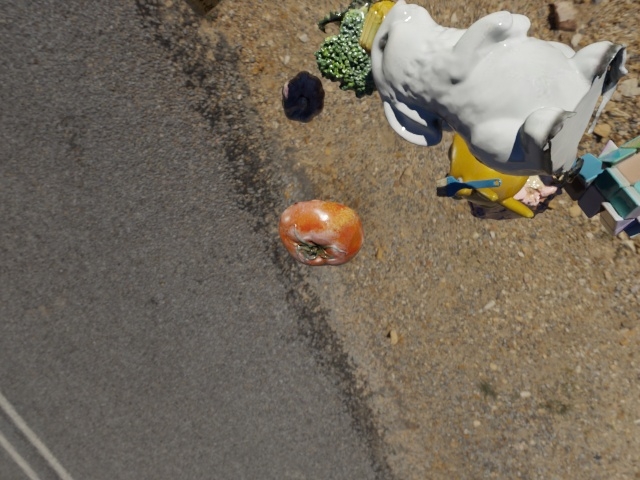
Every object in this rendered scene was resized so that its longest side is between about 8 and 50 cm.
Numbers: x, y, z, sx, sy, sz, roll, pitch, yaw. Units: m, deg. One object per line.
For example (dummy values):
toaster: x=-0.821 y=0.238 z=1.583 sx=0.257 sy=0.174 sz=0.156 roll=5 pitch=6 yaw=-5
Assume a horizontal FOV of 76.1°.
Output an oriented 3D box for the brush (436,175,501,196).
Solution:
brush: x=0.351 y=-0.132 z=0.980 sx=0.164 sy=0.014 sz=0.051 roll=2 pitch=99 yaw=47

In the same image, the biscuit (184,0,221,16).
biscuit: x=-0.212 y=-0.584 z=0.803 sx=0.237 sy=0.291 sz=0.062 roll=-40 pitch=92 yaw=9

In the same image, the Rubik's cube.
Rubik's cube: x=1.198 y=-0.225 z=1.579 sx=0.387 sy=0.368 sz=0.358 roll=-57 pitch=47 yaw=47

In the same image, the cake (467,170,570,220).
cake: x=0.790 y=-0.246 z=1.675 sx=0.306 sy=0.314 sz=0.293 roll=-2 pitch=74 yaw=-4

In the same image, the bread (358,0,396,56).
bread: x=0.199 y=-0.497 z=1.049 sx=0.139 sy=0.240 sz=0.240 roll=-39 pitch=97 yaw=24

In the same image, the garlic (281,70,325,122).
garlic: x=-0.055 y=-0.452 z=1.308 sx=0.147 sy=0.102 sz=0.159 roll=19 pitch=116 yaw=-27

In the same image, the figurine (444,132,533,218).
figurine: x=0.514 y=-0.278 z=1.124 sx=0.268 sy=0.401 sz=0.387 roll=23 pitch=94 yaw=9

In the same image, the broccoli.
broccoli: x=0.148 y=-0.715 z=1.504 sx=0.324 sy=0.272 sz=0.334 roll=10 pitch=120 yaw=-26

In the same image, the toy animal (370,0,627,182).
toy animal: x=0.231 y=-0.228 z=0.631 sx=0.357 sy=0.194 sz=0.258 roll=34 pitch=160 yaw=34

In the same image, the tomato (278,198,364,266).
tomato: x=0.000 y=0.000 z=1.069 sx=0.236 sy=0.095 sz=0.237 roll=5 pitch=147 yaw=3
